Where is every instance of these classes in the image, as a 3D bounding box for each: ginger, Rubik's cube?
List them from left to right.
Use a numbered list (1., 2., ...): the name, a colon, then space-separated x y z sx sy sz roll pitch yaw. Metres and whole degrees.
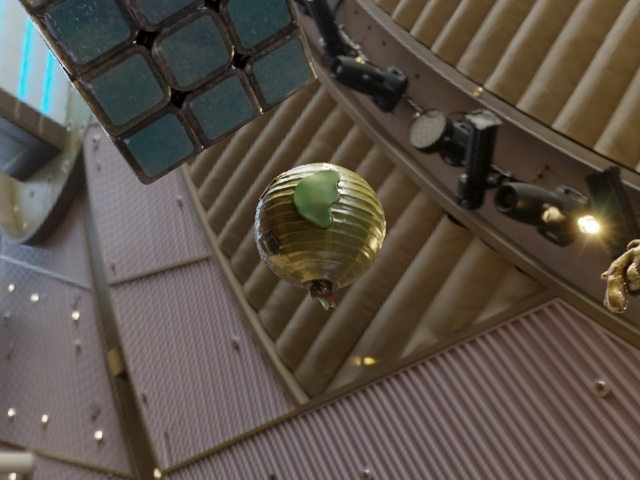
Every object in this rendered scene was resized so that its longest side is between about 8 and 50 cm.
1. Rubik's cube: -0.227 -0.321 1.000 0.301 0.305 0.304 -34 -128 -7
2. ginger: 0.517 0.067 1.095 0.193 0.052 0.176 -13 -119 26

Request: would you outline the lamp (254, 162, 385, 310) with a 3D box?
1. lamp: 0.000 0.000 1.366 0.250 0.250 0.284 -28 -125 43
